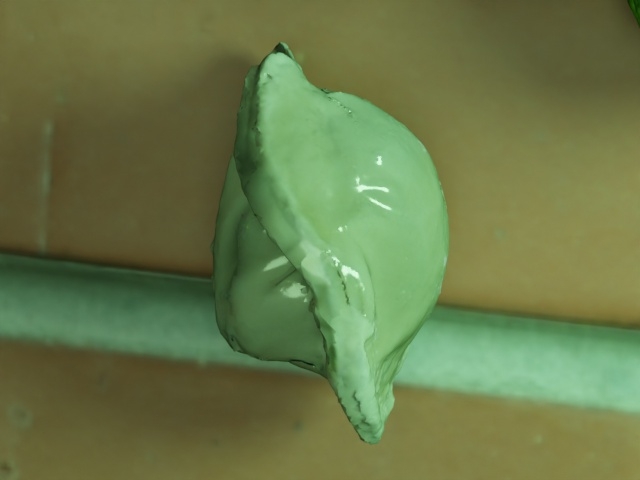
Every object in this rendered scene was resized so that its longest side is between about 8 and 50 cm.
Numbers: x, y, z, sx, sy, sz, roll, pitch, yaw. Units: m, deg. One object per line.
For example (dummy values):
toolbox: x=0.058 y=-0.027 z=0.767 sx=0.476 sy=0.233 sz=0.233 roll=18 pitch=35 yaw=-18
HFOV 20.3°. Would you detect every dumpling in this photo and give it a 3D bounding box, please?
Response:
dumpling: x=0.000 y=0.000 z=0.840 sx=0.118 sy=0.136 sz=0.199 roll=-19 pitch=85 yaw=14

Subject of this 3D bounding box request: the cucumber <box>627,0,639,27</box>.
cucumber: x=0.152 y=-0.178 z=0.845 sx=0.039 sy=0.039 sz=0.168 roll=-4 pitch=92 yaw=6
